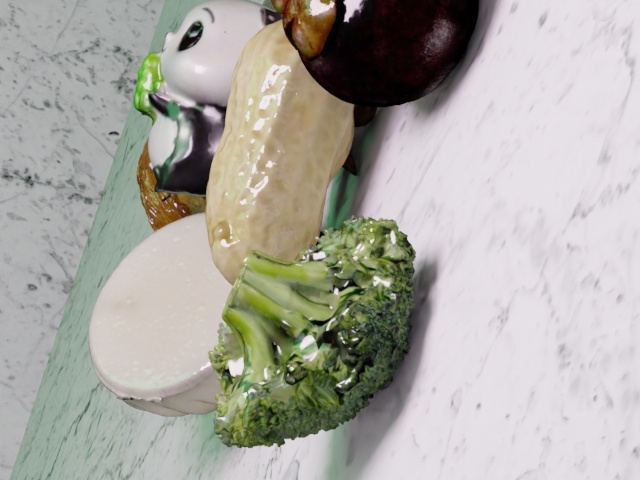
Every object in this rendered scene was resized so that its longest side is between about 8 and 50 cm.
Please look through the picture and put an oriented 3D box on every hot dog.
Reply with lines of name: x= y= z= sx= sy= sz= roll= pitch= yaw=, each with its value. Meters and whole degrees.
hot dog: x=-0.203 y=-0.098 z=2.431 sx=0.114 sy=0.175 sz=0.259 roll=-11 pitch=48 yaw=26

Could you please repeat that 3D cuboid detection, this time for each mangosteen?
mangosteen: x=0.039 y=-0.253 z=1.621 sx=0.211 sy=0.250 sz=0.211 roll=-51 pitch=22 yaw=30

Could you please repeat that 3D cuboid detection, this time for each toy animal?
toy animal: x=-0.131 y=-0.175 z=2.007 sx=0.212 sy=0.212 sz=0.267 roll=-177 pitch=86 yaw=-74

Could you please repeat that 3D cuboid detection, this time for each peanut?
peanut: x=-0.044 y=-0.094 z=1.751 sx=0.152 sy=0.152 sz=0.313 roll=153 pitch=131 yaw=-68

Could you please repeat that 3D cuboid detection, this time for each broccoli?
broccoli: x=-0.008 y=0.084 z=1.469 sx=0.198 sy=0.176 sz=0.226 roll=-113 pitch=31 yaw=-63

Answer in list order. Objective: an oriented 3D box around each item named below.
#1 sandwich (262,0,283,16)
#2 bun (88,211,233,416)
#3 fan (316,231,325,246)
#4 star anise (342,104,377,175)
sandwich: x=-0.069 y=-0.232 z=2.245 sx=0.271 sy=0.099 sz=0.301 roll=-63 pitch=15 yaw=17
bun: x=-0.136 y=0.114 z=1.919 sx=0.263 sy=0.175 sz=0.263 roll=-17 pitch=51 yaw=23
fan: x=0.000 y=0.000 z=1.787 sx=0.023 sy=0.057 sz=0.282 roll=-38 pitch=16 yaw=-5
star anise: x=-0.001 y=-0.141 z=1.896 sx=0.196 sy=0.111 sz=0.212 roll=-52 pitch=14 yaw=27
